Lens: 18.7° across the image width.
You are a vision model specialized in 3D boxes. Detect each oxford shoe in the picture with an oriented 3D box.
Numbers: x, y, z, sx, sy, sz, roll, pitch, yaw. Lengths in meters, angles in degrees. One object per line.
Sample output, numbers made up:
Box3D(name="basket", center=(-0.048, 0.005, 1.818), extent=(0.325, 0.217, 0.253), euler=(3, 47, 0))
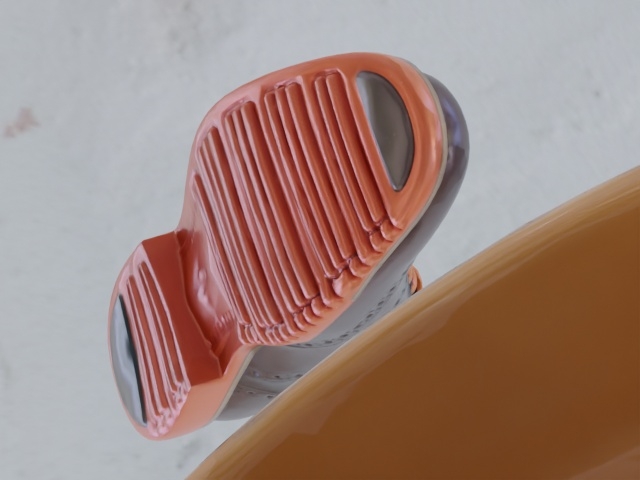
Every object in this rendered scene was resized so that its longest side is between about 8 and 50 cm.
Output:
Box3D(name="oxford shoe", center=(0.000, 0.000, 0.762), extent=(0.098, 0.271, 0.097), euler=(-8, -107, -28))

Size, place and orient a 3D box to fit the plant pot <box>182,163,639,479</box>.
Box3D(name="plant pot", center=(0.080, 0.136, 0.294), extent=(0.291, 0.291, 0.203), euler=(-36, -72, 9))
